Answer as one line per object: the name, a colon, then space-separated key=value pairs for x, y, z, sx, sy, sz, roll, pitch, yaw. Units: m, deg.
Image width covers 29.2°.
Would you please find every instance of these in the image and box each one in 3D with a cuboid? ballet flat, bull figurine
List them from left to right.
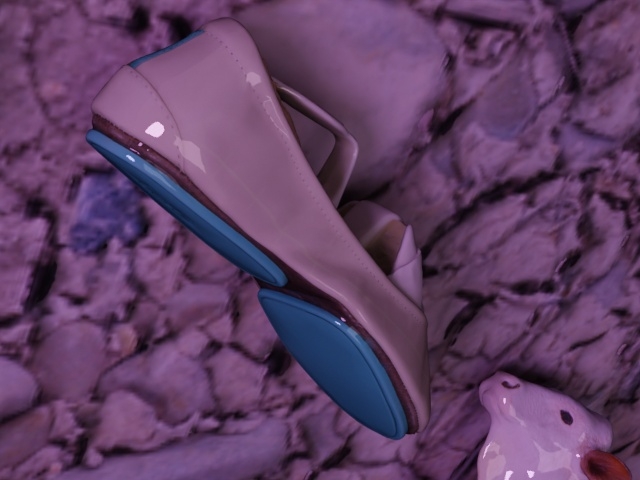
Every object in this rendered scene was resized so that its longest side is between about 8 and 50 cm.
ballet flat: x=0.000 y=0.000 z=0.529 sx=0.086 sy=0.086 sz=0.248 roll=-38 pitch=134 yaw=1
bull figurine: x=0.085 y=0.219 z=0.738 sx=0.188 sy=0.101 sz=0.310 roll=-16 pitch=129 yaw=-15
